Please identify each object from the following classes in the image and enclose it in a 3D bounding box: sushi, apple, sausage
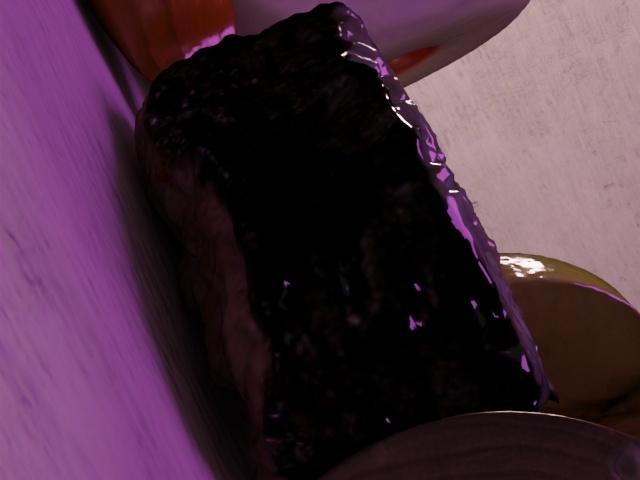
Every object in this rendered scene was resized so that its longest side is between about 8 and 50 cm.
[{"bbox_3d":[0.000,0.000,0.738,0.211,0.170,0.350,60,4,-37],"label":"sushi"},{"bbox_3d":[0.127,0.152,0.917,0.292,0.254,0.292,158,-90,-89],"label":"apple"},{"bbox_3d":[-0.132,-0.217,0.914,0.112,0.112,0.328,24,42,-87],"label":"sausage"}]

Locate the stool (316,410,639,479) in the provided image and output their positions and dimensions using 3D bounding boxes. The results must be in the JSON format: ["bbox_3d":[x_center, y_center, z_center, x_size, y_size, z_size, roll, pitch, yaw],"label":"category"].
[{"bbox_3d":[0.072,0.163,0.467,0.179,0.179,0.264,65,3,17],"label":"stool"}]

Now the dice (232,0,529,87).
[{"bbox_3d":[-0.010,-0.276,1.128,0.304,0.304,0.277,65,-18,4],"label":"dice"}]
